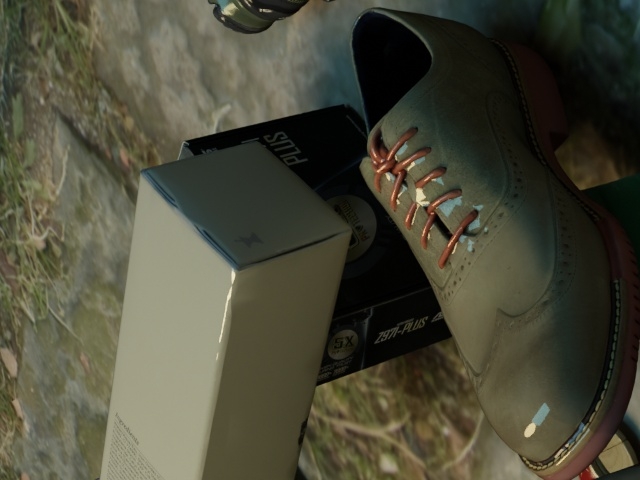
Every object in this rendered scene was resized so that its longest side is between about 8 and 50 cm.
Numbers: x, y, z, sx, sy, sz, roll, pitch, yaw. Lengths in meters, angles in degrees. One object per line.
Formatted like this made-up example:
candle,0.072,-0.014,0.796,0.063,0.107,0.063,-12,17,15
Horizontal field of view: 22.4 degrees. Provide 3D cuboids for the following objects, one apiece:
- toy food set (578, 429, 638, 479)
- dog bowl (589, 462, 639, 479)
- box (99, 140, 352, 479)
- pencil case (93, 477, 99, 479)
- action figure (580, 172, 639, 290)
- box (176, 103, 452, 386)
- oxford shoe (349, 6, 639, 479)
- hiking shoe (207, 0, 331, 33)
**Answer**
toy food set,0.170,0.117,1.061,0.078,0.019,0.122,-28,88,55
dog bowl,0.264,0.274,0.832,0.408,0.150,0.408,30,135,36
box,-0.068,0.082,1.050,0.113,0.094,0.275,45,136,34
pencil case,-0.158,0.256,1.508,0.206,0.088,0.086,-19,85,56
action figure,0.239,0.064,0.905,0.137,0.063,0.232,-17,91,54
box,0.000,0.000,1.134,0.180,0.147,0.077,52,140,29
oxford shoe,0.078,-0.009,0.909,0.123,0.130,0.348,-54,28,28
hiking shoe,-0.046,-0.269,1.164,0.114,0.086,0.226,-12,99,42
